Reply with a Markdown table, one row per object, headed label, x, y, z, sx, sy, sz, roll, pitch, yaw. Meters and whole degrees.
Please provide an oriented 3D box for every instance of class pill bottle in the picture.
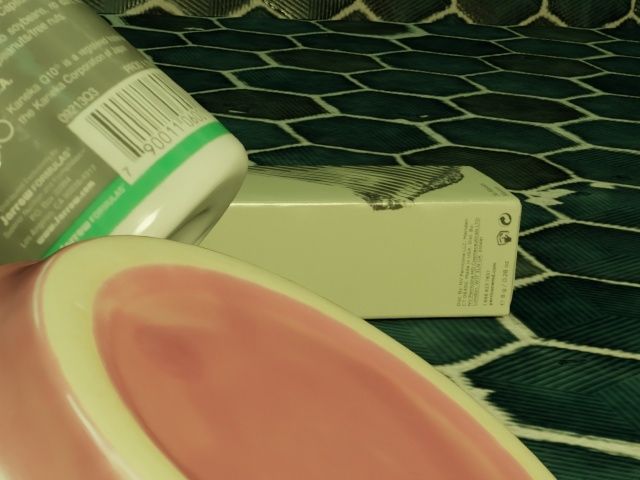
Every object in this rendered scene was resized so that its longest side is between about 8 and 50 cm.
| label | x | y | z | sx | sy | sz | roll | pitch | yaw |
| --- | --- | --- | --- | --- | --- | --- | --- | --- | --- |
| pill bottle | -0.237 | -0.092 | 0.953 | 0.361 | 0.204 | 0.204 | 42 | 22 | 4 |

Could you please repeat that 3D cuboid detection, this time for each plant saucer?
| label | x | y | z | sx | sy | sz | roll | pitch | yaw |
| --- | --- | --- | --- | --- | --- | --- | --- | --- | --- |
| plant saucer | -0.010 | 0.103 | 0.579 | 0.332 | 0.084 | 0.332 | 30 | 18 | -11 |

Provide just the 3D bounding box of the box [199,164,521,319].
| label | x | y | z | sx | sy | sz | roll | pitch | yaw |
| --- | --- | --- | --- | --- | --- | --- | --- | --- | --- |
| box | 0.000 | 0.000 | 1.168 | 0.275 | 0.094 | 0.113 | -1 | 17 | -18 |
